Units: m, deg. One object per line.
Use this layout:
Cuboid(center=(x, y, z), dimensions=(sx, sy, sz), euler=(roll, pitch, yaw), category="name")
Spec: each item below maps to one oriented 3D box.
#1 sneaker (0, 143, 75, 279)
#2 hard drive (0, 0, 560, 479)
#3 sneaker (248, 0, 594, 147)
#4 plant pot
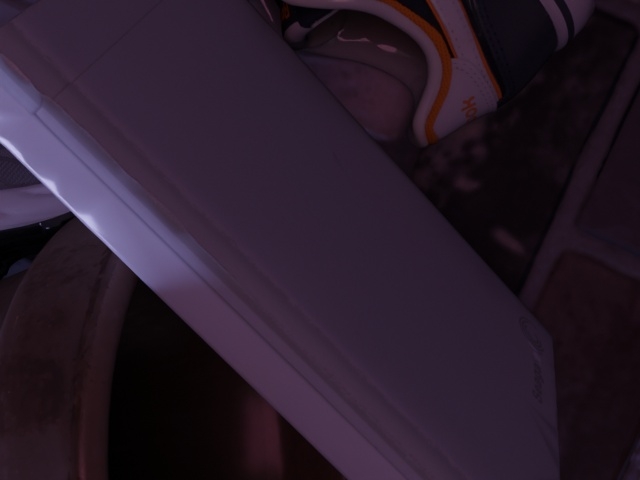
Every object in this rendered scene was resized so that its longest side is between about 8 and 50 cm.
Cuboid(center=(-0.150, -0.043, 0.564), dimensions=(0.271, 0.100, 0.108), euler=(-11, 74, 0), category="sneaker")
Cuboid(center=(0.000, 0.000, 0.465), dimensions=(0.040, 0.203, 0.307), euler=(-37, 106, 26), category="hard drive")
Cuboid(center=(-0.012, -0.186, 0.533), dimensions=(0.321, 0.126, 0.127), euler=(44, 89, 0), category="sneaker")
Cuboid(center=(-0.132, 0.114, 0.508), dimensions=(0.229, 0.263, 0.263), euler=(-7, 92, 21), category="plant pot")
